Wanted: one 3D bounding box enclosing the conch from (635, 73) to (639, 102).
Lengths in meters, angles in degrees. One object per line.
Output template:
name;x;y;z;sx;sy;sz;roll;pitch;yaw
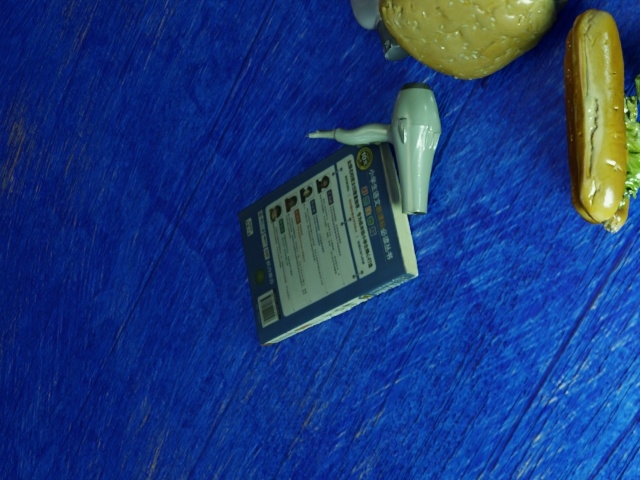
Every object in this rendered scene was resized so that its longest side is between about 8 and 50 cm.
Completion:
conch;0.501;-0.226;1.625;0.089;0.074;0.121;3;105;38

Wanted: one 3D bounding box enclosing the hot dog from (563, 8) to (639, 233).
hot dog;0.422;-0.175;1.671;0.135;0.100;0.337;74;-166;-82

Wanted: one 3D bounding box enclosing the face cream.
face cream;0.112;-0.470;2.082;0.144;0.071;0.291;-35;59;39

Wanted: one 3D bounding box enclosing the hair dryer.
hair dryer;0.109;-0.137;2.003;0.267;0.092;0.229;-23;73;33

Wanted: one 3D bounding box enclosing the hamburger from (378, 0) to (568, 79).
hamburger;0.243;-0.381;1.791;0.283;0.259;0.144;-40;25;46

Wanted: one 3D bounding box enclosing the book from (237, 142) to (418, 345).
book;0.000;0.000;2.156;0.428;0.039;0.300;-28;64;42
